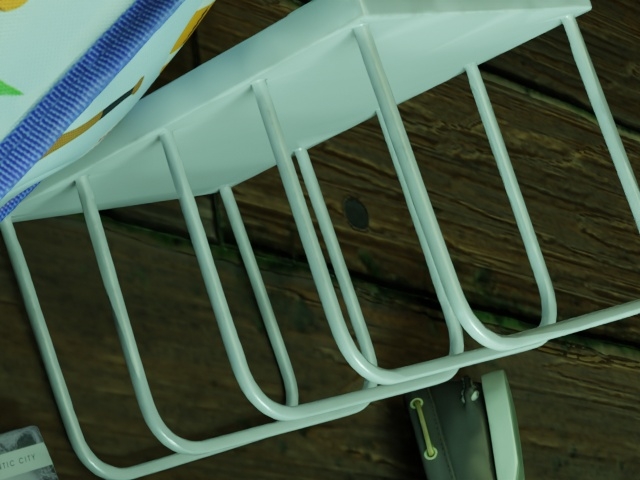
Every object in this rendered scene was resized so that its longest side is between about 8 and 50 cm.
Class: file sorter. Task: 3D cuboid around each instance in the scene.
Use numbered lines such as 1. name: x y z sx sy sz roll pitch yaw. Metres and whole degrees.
1. file sorter: 0.000 0.000 0.924 0.193 0.277 0.173 -10 79 -50

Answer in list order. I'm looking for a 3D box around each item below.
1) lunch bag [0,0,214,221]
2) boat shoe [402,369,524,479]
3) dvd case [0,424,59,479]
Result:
1. lunch bag: -0.219 -0.142 0.747 0.328 0.239 0.385 42 68 -5
2. boat shoe: 0.091 0.190 1.075 0.081 0.068 0.228 65 19 -64
3. dvd case: -0.154 0.205 0.828 0.164 0.018 0.221 -12 77 -50
